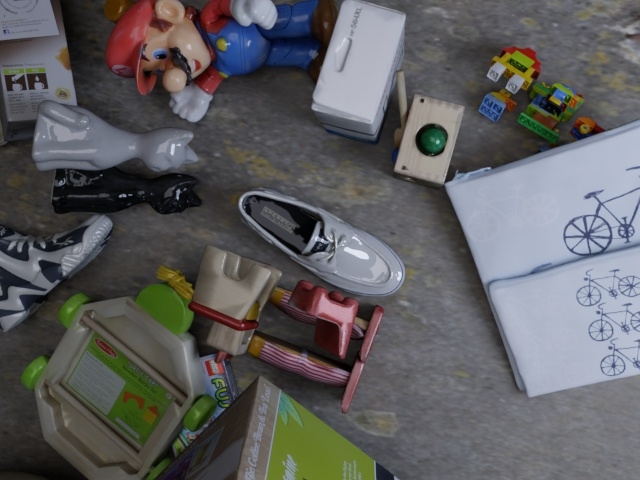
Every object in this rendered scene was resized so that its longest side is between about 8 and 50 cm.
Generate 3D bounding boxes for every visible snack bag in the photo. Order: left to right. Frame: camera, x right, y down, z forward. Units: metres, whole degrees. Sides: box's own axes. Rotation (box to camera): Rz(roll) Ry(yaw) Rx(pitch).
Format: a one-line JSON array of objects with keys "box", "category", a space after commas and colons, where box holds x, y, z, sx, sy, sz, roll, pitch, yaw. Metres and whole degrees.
[{"box": [0.367, 0.025, 1.037, 0.323, 0.037, 0.342, -17, 98, 26], "category": "snack bag"}]

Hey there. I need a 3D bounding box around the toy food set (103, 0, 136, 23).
[{"box": [-0.300, -0.417, 1.158, 0.111, 0.104, 0.232, -44, 68, 17], "category": "toy food set"}]

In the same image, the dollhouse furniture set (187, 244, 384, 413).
[{"box": [-0.038, 0.123, 0.983, 0.201, 0.374, 0.152, 20, 88, 6], "category": "dollhouse furniture set"}]

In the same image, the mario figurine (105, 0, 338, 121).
[{"box": [-0.135, -0.249, 1.080, 0.321, 0.170, 0.198, -4, 115, -4], "category": "mario figurine"}]

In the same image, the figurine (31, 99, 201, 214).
[{"box": [-0.271, -0.104, 1.078, 0.209, 0.215, 0.092, 6, 66, -5], "category": "figurine"}]

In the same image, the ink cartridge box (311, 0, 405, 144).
[{"box": [0.056, -0.221, 1.055, 0.086, 0.203, 0.148, 17, 92, 5], "category": "ink cartridge box"}]

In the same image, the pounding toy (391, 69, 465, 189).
[{"box": [0.138, -0.150, 1.079, 0.100, 0.141, 0.130, 15, 91, 5], "category": "pounding toy"}]

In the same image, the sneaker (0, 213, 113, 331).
[{"box": [-0.435, 0.007, 1.155, 0.235, 0.094, 0.153, -41, 95, 14], "category": "sneaker"}]

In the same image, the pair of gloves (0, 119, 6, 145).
[{"box": [-0.580, -0.191, 1.195, 0.240, 0.042, 0.204, -39, 83, 1], "category": "pair of gloves"}]

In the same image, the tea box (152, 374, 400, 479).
[{"box": [-0.072, 0.416, 0.988, 0.323, 0.220, 0.329, 39, 110, -12], "category": "tea box"}]

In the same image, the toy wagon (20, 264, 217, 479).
[{"box": [-0.271, 0.187, 1.121, 0.267, 0.068, 0.344, 36, 103, 13], "category": "toy wagon"}]

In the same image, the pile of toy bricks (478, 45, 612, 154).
[{"box": [0.332, -0.183, 1.094, 0.212, 0.118, 0.105, 38, 59, 15], "category": "pile of toy bricks"}]

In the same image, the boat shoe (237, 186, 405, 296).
[{"box": [0.000, 0.000, 1.118, 0.267, 0.088, 0.096, 33, 93, 4], "category": "boat shoe"}]

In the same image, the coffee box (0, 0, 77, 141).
[{"box": [-0.424, -0.280, 1.117, 0.098, 0.141, 0.246, -10, 90, -25], "category": "coffee box"}]

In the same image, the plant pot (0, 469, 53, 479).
[{"box": [-0.488, 0.443, 1.099, 0.191, 0.284, 0.284, 15, 92, 40], "category": "plant pot"}]

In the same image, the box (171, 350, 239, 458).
[{"box": [-0.169, 0.277, 1.161, 0.114, 0.036, 0.207, -17, 89, 5], "category": "box"}]
